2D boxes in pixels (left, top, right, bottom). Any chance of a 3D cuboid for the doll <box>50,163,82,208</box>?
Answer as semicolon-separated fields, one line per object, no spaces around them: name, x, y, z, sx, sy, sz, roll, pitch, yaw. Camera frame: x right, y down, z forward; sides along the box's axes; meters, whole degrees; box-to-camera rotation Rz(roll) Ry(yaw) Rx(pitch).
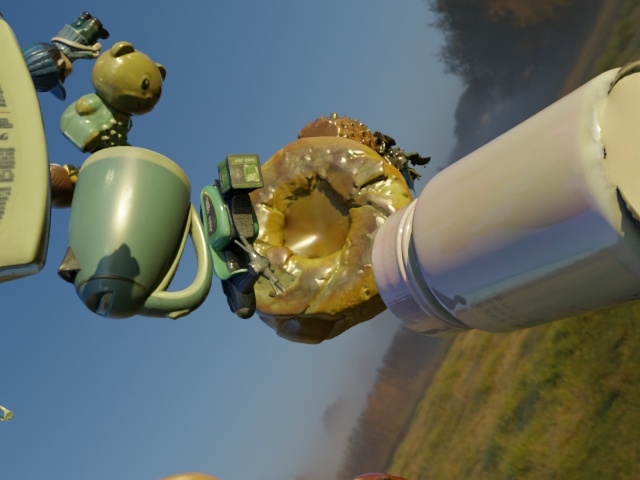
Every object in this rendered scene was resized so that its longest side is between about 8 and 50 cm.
doll;-0.599;-0.135;1.640;0.145;0.188;0.096;105;154;-65

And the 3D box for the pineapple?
pineapple;0.116;-0.179;1.506;0.365;0.166;0.165;5;-69;-44

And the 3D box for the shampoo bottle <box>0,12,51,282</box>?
shampoo bottle;-0.376;-0.134;0.750;0.078;0.134;0.359;126;131;-73

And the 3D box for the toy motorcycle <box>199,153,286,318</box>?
toy motorcycle;-0.090;0.000;0.763;0.100;0.058;0.173;-26;72;57

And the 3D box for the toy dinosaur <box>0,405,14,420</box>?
toy dinosaur;-0.671;0.317;1.356;0.044;0.106;0.187;-48;-48;-33

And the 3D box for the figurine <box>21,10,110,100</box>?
figurine;-0.390;-0.282;1.043;0.149;0.086;0.087;-49;-21;-10

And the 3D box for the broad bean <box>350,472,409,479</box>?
broad bean;0.148;0.538;1.335;0.156;0.229;0.122;-48;13;40

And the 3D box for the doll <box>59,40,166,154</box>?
doll;-0.475;-0.324;1.598;0.260;0.161;0.177;-54;-27;7

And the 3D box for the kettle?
kettle;-0.377;0.016;1.462;0.247;0.320;0.342;129;148;-46

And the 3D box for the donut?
donut;0.000;0.000;1.201;0.360;0.361;0.170;-65;-23;-11

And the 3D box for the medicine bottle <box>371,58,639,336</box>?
medicine bottle;0.232;-0.014;0.760;0.379;0.214;0.213;-31;24;56

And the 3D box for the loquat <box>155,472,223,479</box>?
loquat;-0.230;0.549;1.132;0.359;0.329;0.328;81;-147;-79
